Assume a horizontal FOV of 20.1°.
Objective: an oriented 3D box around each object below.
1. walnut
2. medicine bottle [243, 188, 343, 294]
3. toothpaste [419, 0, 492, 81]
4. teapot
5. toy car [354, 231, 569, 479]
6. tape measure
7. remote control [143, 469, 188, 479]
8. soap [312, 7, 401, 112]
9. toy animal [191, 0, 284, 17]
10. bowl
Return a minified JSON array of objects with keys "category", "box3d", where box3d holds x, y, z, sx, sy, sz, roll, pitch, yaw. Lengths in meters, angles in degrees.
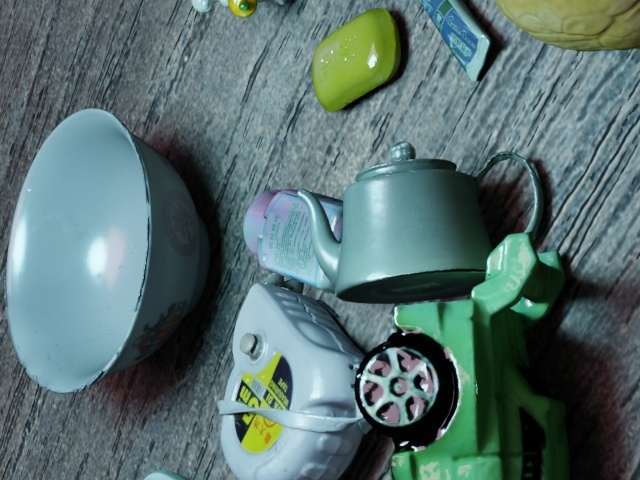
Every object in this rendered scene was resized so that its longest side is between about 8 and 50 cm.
[{"category":"walnut","box3d":[0.248,-0.258,1.579,0.225,0.193,0.193,-8,77,56]},{"category":"medicine bottle","box3d":[0.000,0.000,1.904,0.188,0.119,0.094,18,95,53]},{"category":"toothpaste","box3d":[0.125,-0.246,1.860,0.197,0.035,0.057,62,146,37]},{"category":"teapot","box3d":[0.098,-0.025,1.747,0.239,0.162,0.149,-9,77,15]},{"category":"toy car","box3d":[0.142,0.186,1.623,0.176,0.213,0.359,-9,78,17]},{"category":"tape measure","box3d":[-0.030,0.173,1.909,0.197,0.120,0.236,-64,35,14]},{"category":"remote control","box3d":[-0.135,0.347,2.082,0.256,0.045,0.097,36,113,47]},{"category":"soap","box3d":[0.036,-0.196,1.958,0.140,0.045,0.089,-28,58,47]},{"category":"toy animal","box3d":[-0.072,-0.324,2.072,0.181,0.131,0.127,-11,96,42]},{"category":"bowl","box3d":[-0.236,0.020,2.185,0.345,0.157,0.345,-14,72,50]}]
